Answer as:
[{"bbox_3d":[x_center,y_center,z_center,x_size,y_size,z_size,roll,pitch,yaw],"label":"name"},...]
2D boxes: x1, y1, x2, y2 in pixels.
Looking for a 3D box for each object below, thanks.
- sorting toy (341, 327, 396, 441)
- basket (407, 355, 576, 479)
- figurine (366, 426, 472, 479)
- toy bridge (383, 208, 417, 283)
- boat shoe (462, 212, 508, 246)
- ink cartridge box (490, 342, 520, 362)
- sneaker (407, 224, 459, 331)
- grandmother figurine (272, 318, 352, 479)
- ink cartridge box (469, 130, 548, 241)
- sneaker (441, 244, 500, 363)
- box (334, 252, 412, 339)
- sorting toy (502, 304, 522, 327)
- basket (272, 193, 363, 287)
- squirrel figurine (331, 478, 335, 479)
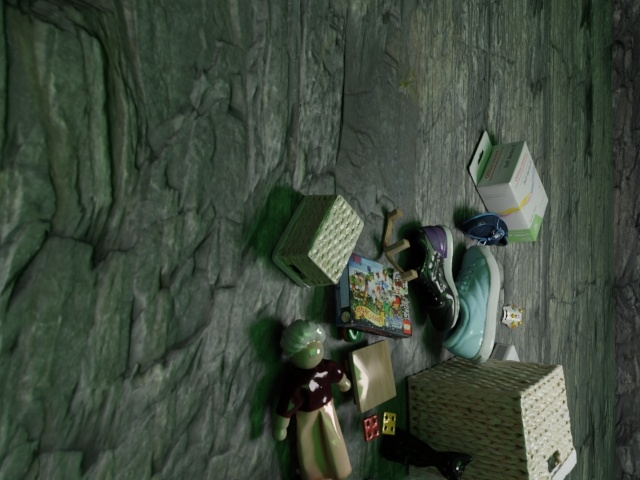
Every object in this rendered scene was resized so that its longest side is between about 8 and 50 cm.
[{"bbox_3d":[0.109,0.314,1.115,0.132,0.046,0.275,-6,85,-46],"label":"sorting toy"},{"bbox_3d":[0.440,0.469,1.265,0.328,0.331,0.267,-3,89,-47],"label":"basket"},{"bbox_3d":[0.217,0.554,1.112,0.092,0.209,0.215,55,53,-30],"label":"figurine"},{"bbox_3d":[0.185,0.018,1.188,0.026,0.063,0.188,21,51,-44],"label":"toy bridge"},{"bbox_3d":[0.537,-0.028,1.531,0.258,0.109,0.089,3,66,-44],"label":"boat shoe"},{"bbox_3d":[0.602,0.538,1.621,0.296,0.066,0.261,-50,123,-34],"label":"ink cartridge box"},{"bbox_3d":[0.280,0.103,1.292,0.124,0.107,0.284,-6,89,-32],"label":"sneaker"},{"bbox_3d":[-0.009,0.315,0.965,0.207,0.103,0.343,-26,111,-53],"label":"grandmother figurine"},{"bbox_3d":[0.637,-0.184,1.640,0.353,0.119,0.207,50,56,-33],"label":"ink cartridge box"},{"bbox_3d":[0.412,0.155,1.393,0.150,0.135,0.366,21,54,-13],"label":"sneaker"},{"bbox_3d":[0.123,0.131,1.117,0.233,0.044,0.159,21,58,-44],"label":"box"},{"bbox_3d":[0.668,0.265,1.725,0.075,0.044,0.084,12,79,-26],"label":"sorting toy"},{"bbox_3d":[0.000,0.000,0.977,0.113,0.103,0.167,46,58,-34],"label":"basket"},{"bbox_3d":[-0.013,0.645,0.846,0.370,0.281,0.398,-20,113,-30],"label":"squirrel figurine"}]
